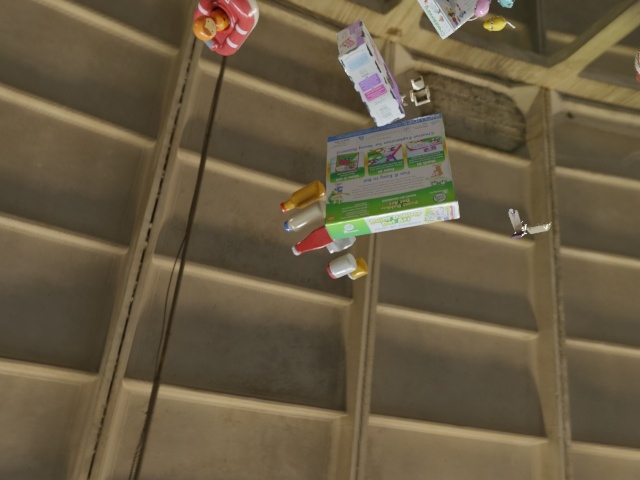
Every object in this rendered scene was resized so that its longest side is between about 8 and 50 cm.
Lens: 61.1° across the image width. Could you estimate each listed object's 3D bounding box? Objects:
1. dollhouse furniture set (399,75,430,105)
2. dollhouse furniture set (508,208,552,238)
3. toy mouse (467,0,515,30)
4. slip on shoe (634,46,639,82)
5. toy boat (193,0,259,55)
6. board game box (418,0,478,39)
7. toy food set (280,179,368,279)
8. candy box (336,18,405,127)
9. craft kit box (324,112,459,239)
[{"bbox_3d":[0.226,-0.489,1.597,0.160,0.182,0.101,-14,-141,10],"label":"dollhouse furniture set"},{"bbox_3d":[0.591,-0.065,1.526,0.091,0.114,0.081,-24,-83,-47],"label":"dollhouse furniture set"},{"bbox_3d":[0.491,-0.663,1.523,0.160,0.143,0.031,-9,-147,-10],"label":"toy mouse"},{"bbox_3d":[0.713,-0.358,1.124,0.123,0.101,0.331,36,-141,18],"label":"slip on shoe"},{"bbox_3d":[-0.268,-0.570,1.403,0.151,0.231,0.151,47,-125,-10],"label":"toy boat"},{"bbox_3d":[0.406,-0.764,1.650,0.193,0.053,0.305,53,-124,-11],"label":"board game box"},{"bbox_3d":[0.000,0.000,1.172,0.232,0.104,0.111,59,-156,-11],"label":"toy food set"},{"bbox_3d":[0.114,-0.384,1.246,0.196,0.070,0.165,52,-157,-33],"label":"candy box"},{"bbox_3d":[0.135,-0.131,1.081,0.249,0.061,0.247,-9,-132,15],"label":"craft kit box"}]
